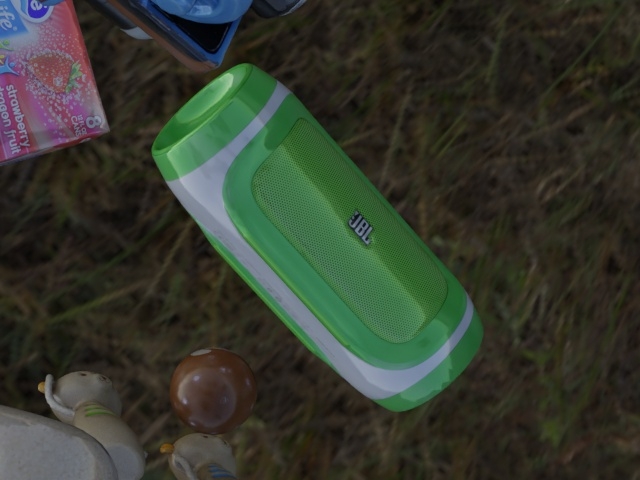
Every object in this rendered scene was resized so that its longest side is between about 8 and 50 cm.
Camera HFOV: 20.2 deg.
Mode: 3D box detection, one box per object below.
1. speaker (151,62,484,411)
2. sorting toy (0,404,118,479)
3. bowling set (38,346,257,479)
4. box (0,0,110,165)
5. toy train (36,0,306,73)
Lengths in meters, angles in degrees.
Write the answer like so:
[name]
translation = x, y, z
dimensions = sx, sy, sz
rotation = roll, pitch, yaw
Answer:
[speaker]
translation = 0.000, 0.000, 1.456
dimensions = 0.131, 0.131, 0.296
rotation = -33, 110, 29
[sorting toy]
translation = -0.174, 0.119, 0.466
dimensions = 0.208, 0.038, 0.193
rotation = 12, 79, 17
[bowling set]
translation = -0.106, 0.150, 1.154
dimensions = 0.287, 0.154, 0.200
rotation = 36, 92, -23
[box]
translation = -0.314, -0.217, 1.633
dimensions = 0.142, 0.154, 0.300
rotation = -4, 102, 68
[toy train]
translation = -0.083, -0.124, 0.536
dimensions = 0.184, 0.080, 0.105
rotation = 38, 151, -30
